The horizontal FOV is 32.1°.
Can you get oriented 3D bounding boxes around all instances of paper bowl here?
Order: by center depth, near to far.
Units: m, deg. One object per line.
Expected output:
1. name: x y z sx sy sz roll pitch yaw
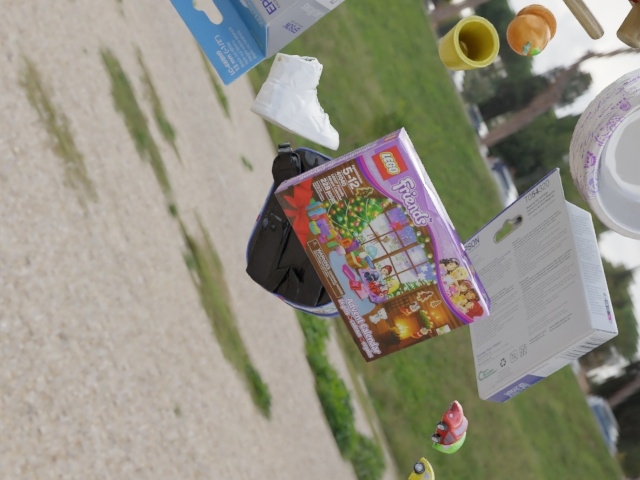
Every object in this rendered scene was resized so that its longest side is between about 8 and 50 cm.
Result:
1. paper bowl: 0.554 -0.153 1.848 0.148 0.284 0.284 -106 173 -60

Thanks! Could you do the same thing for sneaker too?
1. sneaker: -0.022 -0.307 2.413 0.108 0.169 0.292 23 0 32

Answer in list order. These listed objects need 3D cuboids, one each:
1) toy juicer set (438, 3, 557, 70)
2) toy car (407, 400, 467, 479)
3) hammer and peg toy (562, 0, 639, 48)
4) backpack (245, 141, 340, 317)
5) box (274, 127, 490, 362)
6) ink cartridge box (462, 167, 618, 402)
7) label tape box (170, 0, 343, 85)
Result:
1. toy juicer set: 0.238 -0.397 1.494 0.089 0.209 0.329 165 -85 -67
2. toy car: 0.245 0.404 2.189 0.053 0.239 0.225 32 17 14
3. hammer and peg toy: 0.395 -0.308 1.291 0.361 0.127 0.266 34 3 38
4. backpack: 0.000 0.000 1.992 0.276 0.263 0.213 28 -11 25
5. box: 0.091 0.011 1.585 0.293 0.201 0.057 61 19 -14
6. ink cartridge box: 0.388 0.088 2.047 0.324 0.071 0.330 -44 -139 49
7. label tape box: -0.071 -0.410 1.479 0.249 0.347 0.115 57 13 8
